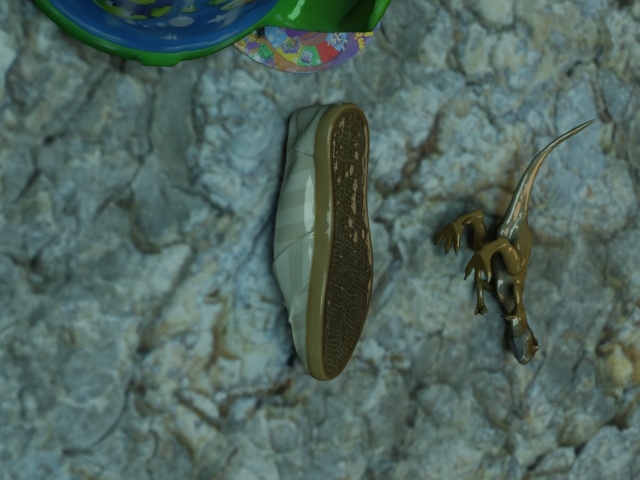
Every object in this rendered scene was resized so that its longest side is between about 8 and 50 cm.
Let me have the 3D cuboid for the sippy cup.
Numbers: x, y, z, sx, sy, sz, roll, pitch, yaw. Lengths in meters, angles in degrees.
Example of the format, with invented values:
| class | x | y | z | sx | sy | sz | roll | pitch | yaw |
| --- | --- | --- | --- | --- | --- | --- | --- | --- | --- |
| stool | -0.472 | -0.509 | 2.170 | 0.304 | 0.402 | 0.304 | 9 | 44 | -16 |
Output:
| class | x | y | z | sx | sy | sz | roll | pitch | yaw |
| --- | --- | --- | --- | --- | --- | --- | --- | --- | --- |
| sippy cup | -0.094 | -0.250 | 0.898 | 0.306 | 0.224 | 0.240 | -6 | 89 | -15 |

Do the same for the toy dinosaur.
| class | x | y | z | sx | sy | sz | roll | pitch | yaw |
| --- | --- | --- | --- | --- | --- | --- | --- | --- | --- |
| toy dinosaur | 0.158 | -0.004 | 1.136 | 0.112 | 0.064 | 0.211 | -1 | 102 | -42 |

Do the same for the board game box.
| class | x | y | z | sx | sy | sz | roll | pitch | yaw |
| --- | --- | --- | --- | --- | --- | --- | --- | --- | --- |
| board game box | -0.009 | -0.217 | 1.059 | 0.133 | 0.033 | 0.168 | -6 | 95 | -24 |

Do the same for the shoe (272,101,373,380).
| class | x | y | z | sx | sy | sz | roll | pitch | yaw |
| --- | --- | --- | --- | --- | --- | --- | --- | --- | --- |
| shoe | 0.000 | 0.000 | 1.064 | 0.077 | 0.058 | 0.219 | -4 | 99 | -55 |
